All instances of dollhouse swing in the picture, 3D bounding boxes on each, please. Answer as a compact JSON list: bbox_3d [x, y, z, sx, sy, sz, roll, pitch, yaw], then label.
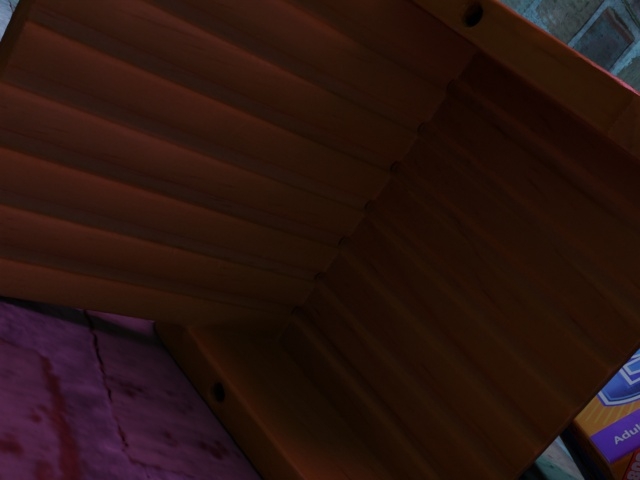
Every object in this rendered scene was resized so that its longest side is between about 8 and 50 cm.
[{"bbox_3d":[0.000,0.000,0.448,0.315,0.347,0.305,46,22,29],"label":"dollhouse swing"}]

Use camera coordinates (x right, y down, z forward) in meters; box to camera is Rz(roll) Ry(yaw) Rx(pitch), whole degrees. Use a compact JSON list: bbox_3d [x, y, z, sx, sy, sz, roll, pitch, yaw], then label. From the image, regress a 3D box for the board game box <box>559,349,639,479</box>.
[{"bbox_3d":[0.509,0.223,0.938,0.356,0.356,0.356,57,5,-19],"label":"board game box"}]
